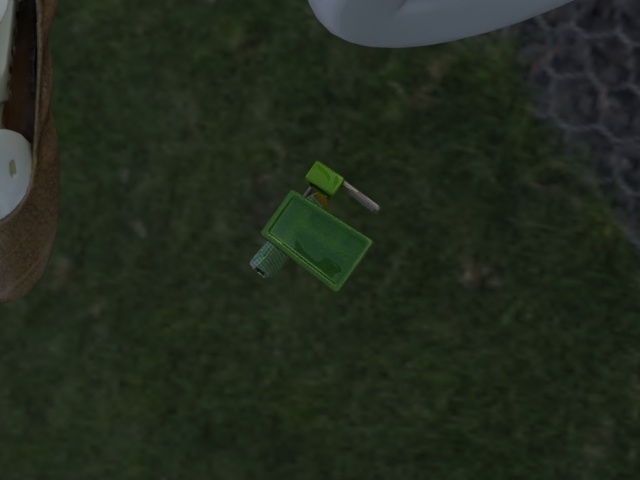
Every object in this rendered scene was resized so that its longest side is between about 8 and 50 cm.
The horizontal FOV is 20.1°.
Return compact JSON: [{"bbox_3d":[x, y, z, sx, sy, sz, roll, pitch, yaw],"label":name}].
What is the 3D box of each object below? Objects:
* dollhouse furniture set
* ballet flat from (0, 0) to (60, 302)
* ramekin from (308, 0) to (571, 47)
[{"bbox_3d":[0.000,0.000,1.114,0.076,0.058,0.152,-54,-2,-3],"label":"dollhouse furniture set"},{"bbox_3d":[-0.272,-0.123,1.491,0.116,0.124,0.342,5,85,5],"label":"ballet flat"},{"bbox_3d":[0.096,-0.227,1.094,0.277,0.277,0.135,-31,72,42],"label":"ramekin"}]
